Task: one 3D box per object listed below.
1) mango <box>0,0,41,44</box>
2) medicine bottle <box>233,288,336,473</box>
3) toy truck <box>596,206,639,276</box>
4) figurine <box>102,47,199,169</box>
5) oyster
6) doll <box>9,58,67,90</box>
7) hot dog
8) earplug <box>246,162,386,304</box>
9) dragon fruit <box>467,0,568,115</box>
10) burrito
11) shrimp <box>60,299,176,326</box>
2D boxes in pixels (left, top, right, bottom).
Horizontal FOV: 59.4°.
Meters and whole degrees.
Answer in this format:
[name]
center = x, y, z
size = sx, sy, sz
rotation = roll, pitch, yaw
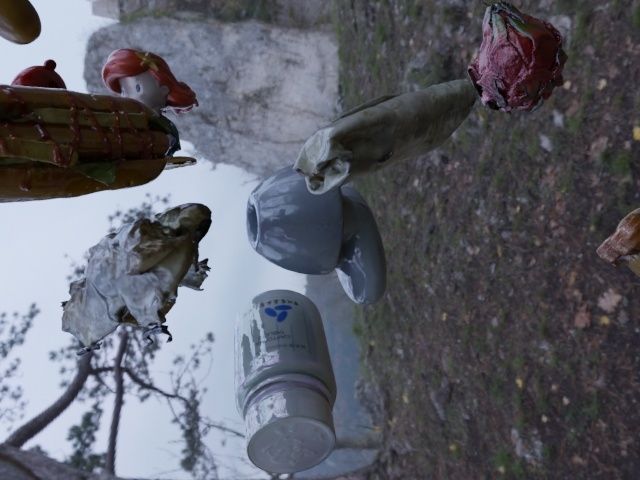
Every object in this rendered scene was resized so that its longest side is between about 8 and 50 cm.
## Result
[mango]
center = -0.600, -0.446, 1.036
size = 0.102, 0.184, 0.085
rotation = -10, 36, 49
[medicine bottle]
center = -0.061, 0.229, 0.947
size = 0.293, 0.169, 0.170
rotation = -106, 22, -57
[toy truck]
center = 0.679, 0.003, 1.057
size = 0.212, 0.204, 0.288
rotation = -46, -21, 6
[figurine]
center = -0.369, -0.287, 1.256
size = 0.181, 0.208, 0.257
rotation = 3, 102, 62
[oyster]
center = -0.215, 0.048, 0.660
size = 0.197, 0.133, 0.337
rotation = -39, 10, -27
[doll]
center = -0.607, -0.278, 1.189
size = 0.183, 0.085, 0.218
rotation = -16, -59, -63
[hot dog]
center = -0.242, -0.087, 0.495
size = 0.250, 0.076, 0.105
rotation = -7, -93, -51
[earplug]
center = 0.010, -0.007, 0.936
size = 0.325, 0.175, 0.214
rotation = 37, -154, -50
[dragon fruit]
center = 0.459, -0.446, 1.354
size = 0.233, 0.293, 0.234
rotation = -39, 10, 9
[burrito]
center = 0.060, -0.100, 0.519
size = 0.226, 0.060, 0.087
rotation = -28, -12, -44
[shrimp]
center = -0.355, 0.107, 1.001
size = 0.217, 0.051, 0.115
rotation = 4, -64, -45
